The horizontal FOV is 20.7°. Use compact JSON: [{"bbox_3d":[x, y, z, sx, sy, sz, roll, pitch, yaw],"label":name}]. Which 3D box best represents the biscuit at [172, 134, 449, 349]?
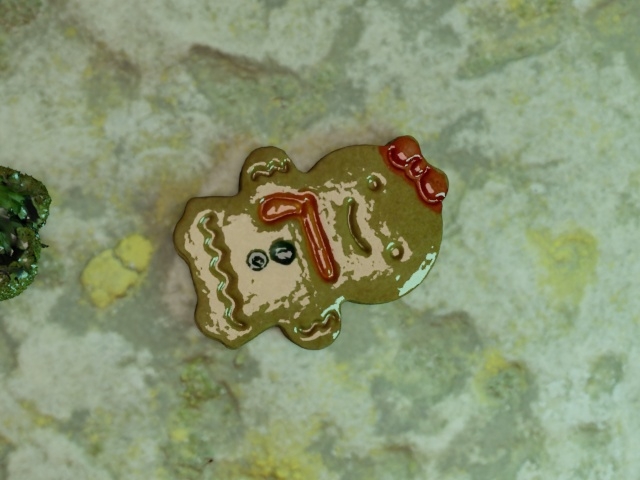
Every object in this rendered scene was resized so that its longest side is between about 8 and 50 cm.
[{"bbox_3d":[0.000,0.000,1.382,0.225,0.036,0.166,-15,89,-11],"label":"biscuit"}]

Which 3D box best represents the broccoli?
[{"bbox_3d":[-0.265,-0.010,1.293,0.131,0.120,0.130,21,51,-4],"label":"broccoli"}]
